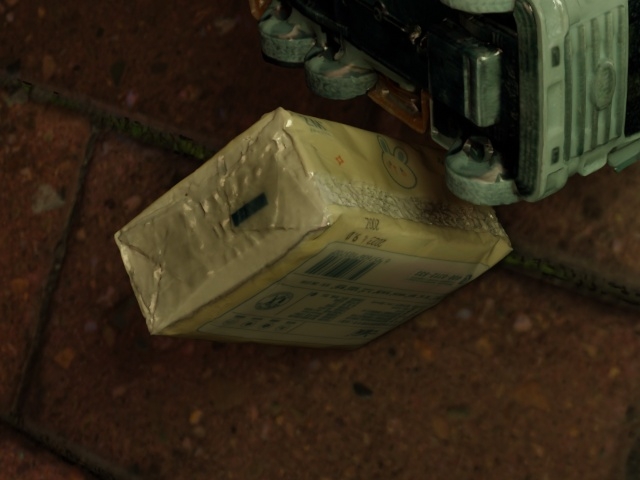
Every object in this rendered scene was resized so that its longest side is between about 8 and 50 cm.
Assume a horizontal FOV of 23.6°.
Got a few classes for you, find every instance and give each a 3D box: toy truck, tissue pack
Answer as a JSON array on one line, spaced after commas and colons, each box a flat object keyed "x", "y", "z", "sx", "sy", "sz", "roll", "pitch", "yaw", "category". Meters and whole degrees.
[{"x": 0.079, "y": -0.148, "z": 0.865, "sx": 0.305, "sy": 0.162, "sz": 0.136, "roll": 41, "pitch": 146, "yaw": 47, "category": "toy truck"}, {"x": 0.000, "y": 0.000, "z": 0.918, "sx": 0.148, "sy": 0.196, "sz": 0.092, "roll": -34, "pitch": 64, "yaw": 29, "category": "tissue pack"}]
